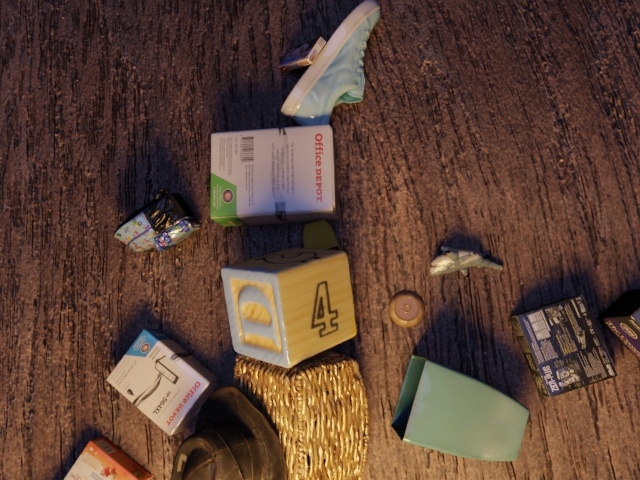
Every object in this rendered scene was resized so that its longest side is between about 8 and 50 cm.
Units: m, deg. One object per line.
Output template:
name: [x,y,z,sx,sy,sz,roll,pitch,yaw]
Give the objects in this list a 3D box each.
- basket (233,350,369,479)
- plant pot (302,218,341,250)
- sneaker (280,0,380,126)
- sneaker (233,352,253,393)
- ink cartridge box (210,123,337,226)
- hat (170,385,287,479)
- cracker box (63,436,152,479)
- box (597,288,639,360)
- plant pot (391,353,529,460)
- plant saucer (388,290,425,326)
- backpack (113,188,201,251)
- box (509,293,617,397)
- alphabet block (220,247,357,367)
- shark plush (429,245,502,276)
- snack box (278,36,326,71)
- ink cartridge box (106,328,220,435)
basket: [-0.040,0.382,1.124,0.223,0.213,0.299,-2,90,45]
plant pot: [0.000,0.000,1.241,0.081,0.081,0.083,-18,66,3]
sneaker: [0.061,-0.417,1.304,0.150,0.135,0.366,36,87,-8]
sneaker: [-0.159,0.303,1.206,0.083,0.084,0.215,2,80,31]
ink cartridge box: [-0.106,-0.149,1.258,0.289,0.121,0.211,-2,79,6]
hat: [-0.217,0.469,1.060,0.331,0.134,0.331,3,95,43]
cracker box: [-0.515,0.591,1.191,0.155,0.067,0.232,32,85,12]
box: [0.716,0.219,1.053,0.103,0.184,0.261,-42,77,-3]
plant pot: [0.291,0.354,1.096,0.234,0.165,0.166,17,81,2]
plant saucer: [0.199,0.157,1.215,0.083,0.015,0.083,-1,78,7]
backpack: [-0.389,-0.030,1.252,0.173,0.158,0.117,-35,93,-3]
box: [0.514,0.225,1.131,0.147,0.077,0.180,-20,77,3]
alphabet block: [-0.064,0.129,1.105,0.192,0.197,0.194,4,104,45]
shark plush: [0.333,0.053,1.217,0.161,0.073,0.067,3,99,-13]
snack box: [-0.047,-0.454,1.297,0.022,0.178,0.064,34,84,-27]
ink cartridge box: [-0.358,0.322,1.215,0.203,0.086,0.148,35,85,13]
